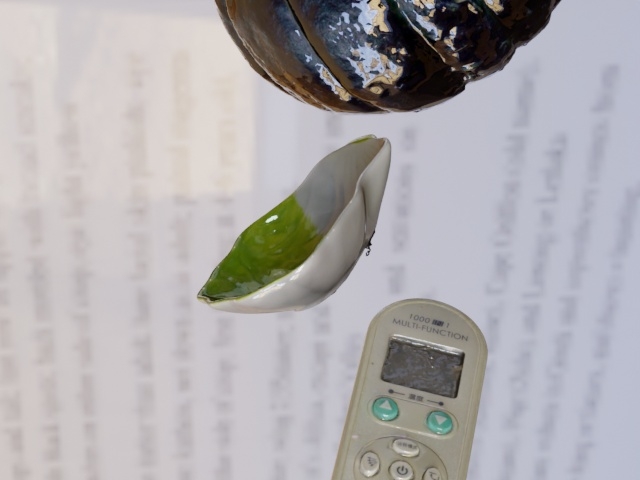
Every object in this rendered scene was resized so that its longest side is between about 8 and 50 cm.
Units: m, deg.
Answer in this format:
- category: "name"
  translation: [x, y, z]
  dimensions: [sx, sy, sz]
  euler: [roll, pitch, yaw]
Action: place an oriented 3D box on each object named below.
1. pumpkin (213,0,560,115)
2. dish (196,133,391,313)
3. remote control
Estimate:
- category: "pumpkin"
  translation: [0.066, -0.280, 1.815]
  dimensions: [0.266, 0.363, 0.363]
  euler: [49, -161, -35]
- category: "dish"
  translation: [0.000, 0.000, 1.010]
  dimensions: [0.091, 0.137, 0.039]
  euler: [-15, 119, 49]
- category: "remote control"
  translation: [0.050, 0.122, 1.158]
  dimensions: [0.221, 0.078, 0.042]
  euler: [-75, -4, -46]
